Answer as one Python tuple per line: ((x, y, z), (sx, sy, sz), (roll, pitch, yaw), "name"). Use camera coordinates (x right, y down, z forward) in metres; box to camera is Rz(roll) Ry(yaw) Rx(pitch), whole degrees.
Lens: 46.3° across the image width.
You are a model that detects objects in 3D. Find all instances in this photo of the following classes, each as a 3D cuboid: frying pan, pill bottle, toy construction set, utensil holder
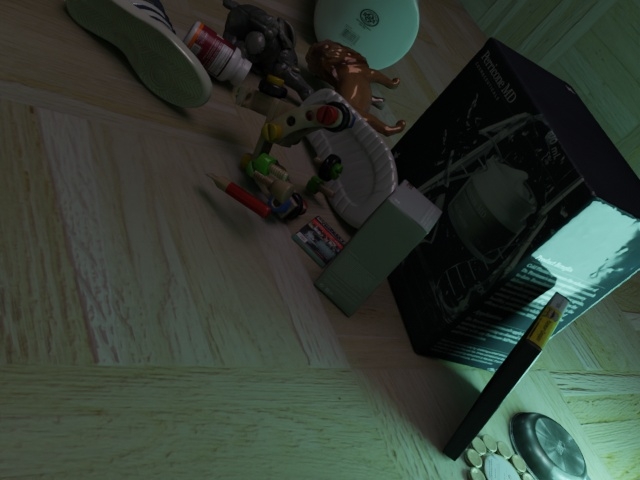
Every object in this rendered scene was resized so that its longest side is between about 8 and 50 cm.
((0.490, 0.471, 1.462), (0.197, 0.053, 0.326), (3, 46, -46), "frying pan")
((-0.232, -0.410, 1.661), (0.152, 0.086, 0.086), (32, 33, -19), "pill bottle")
((-0.108, -0.181, 1.443), (0.237, 0.257, 0.309), (33, 39, 15), "toy construction set")
((0.141, -0.735, 2.259), (0.327, 0.327, 0.385), (31, 34, -20), "utensil holder")

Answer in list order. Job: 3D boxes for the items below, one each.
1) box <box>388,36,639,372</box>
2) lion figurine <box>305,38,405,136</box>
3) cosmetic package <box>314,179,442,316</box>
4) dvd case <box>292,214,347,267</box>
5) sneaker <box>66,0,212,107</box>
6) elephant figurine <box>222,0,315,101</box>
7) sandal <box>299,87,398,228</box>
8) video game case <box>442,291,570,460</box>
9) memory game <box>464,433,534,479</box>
((0.372, -0.062, 1.558), (0.297, 0.472, 0.480), (19, 38, -35), "box")
((0.084, -0.353, 1.910), (0.240, 0.142, 0.392), (18, 43, -24), "lion figurine")
((0.106, 0.013, 1.386), (0.107, 0.238, 0.127), (44, 31, 1), "cosmetic package")
((0.000, 0.000, 1.499), (0.087, 0.013, 0.119), (44, 30, 2), "dvd case")
((-0.333, -0.413, 1.503), (0.350, 0.131, 0.148), (43, 35, 0), "sneaker")
((-0.121, -0.456, 1.814), (0.169, 0.186, 0.239), (11, -5, 38), "elephant figurine")
((0.076, -0.190, 1.696), (0.102, 0.169, 0.416), (38, 25, -52), "sandal")
((0.337, 0.239, 1.342), (0.035, 0.275, 0.248), (36, 29, 15), "video game case")
((0.330, 0.434, 1.351), (0.186, 0.012, 0.186), (29, 34, -22), "memory game")
